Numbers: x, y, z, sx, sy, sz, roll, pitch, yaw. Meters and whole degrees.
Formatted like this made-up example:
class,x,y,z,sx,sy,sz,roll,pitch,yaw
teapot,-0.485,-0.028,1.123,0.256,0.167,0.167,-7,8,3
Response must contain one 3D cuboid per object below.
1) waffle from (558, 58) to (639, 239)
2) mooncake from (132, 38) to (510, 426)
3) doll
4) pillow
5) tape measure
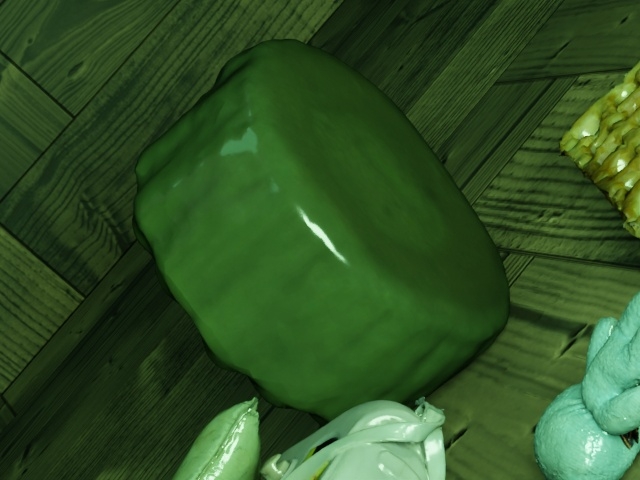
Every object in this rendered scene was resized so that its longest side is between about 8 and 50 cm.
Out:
class,x,y,z,sx,sy,sz,roll,pitch,yaw
waffle,0.319,-0.088,1.336,0.213,0.091,0.308,-45,14,11
mooncake,0.000,0.000,1.493,0.194,0.356,0.356,-38,17,25
doll,0.214,0.108,1.129,0.179,0.075,0.120,-56,14,30
pillow,-0.110,0.262,1.497,0.185,0.075,0.302,-58,-10,-21
tape measure,0.007,0.229,1.329,0.236,0.120,0.197,-41,10,47
